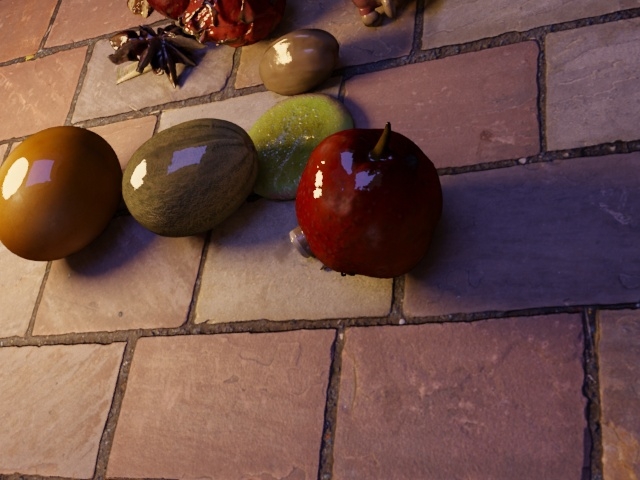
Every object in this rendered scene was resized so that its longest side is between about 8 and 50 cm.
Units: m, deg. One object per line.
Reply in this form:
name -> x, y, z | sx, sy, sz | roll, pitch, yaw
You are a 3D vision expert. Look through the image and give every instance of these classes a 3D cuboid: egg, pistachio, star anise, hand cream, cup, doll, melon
egg -> -0.639, -0.113, 1.904 | 0.283, 0.282, 0.351 | 33, 87, 37
pistachio -> -0.054, -0.428, 1.880 | 0.238, 0.153, 0.137 | -21, 39, 48
star anise -> -0.439, -0.519, 2.125 | 0.283, 0.129, 0.212 | -25, 57, -31
hand cream -> -0.526, -0.484, 2.225 | 0.143, 0.039, 0.061 | -13, 66, 30
cup -> -0.001, -0.003, 1.654 | 0.099, 0.102, 0.074 | -33, 14, 8
doll -> 0.187, -0.634, 1.867 | 0.256, 0.152, 0.196 | -23, 85, 32
melon -> -0.291, -0.141, 1.763 | 0.329, 0.249, 0.248 | -27, 53, 19

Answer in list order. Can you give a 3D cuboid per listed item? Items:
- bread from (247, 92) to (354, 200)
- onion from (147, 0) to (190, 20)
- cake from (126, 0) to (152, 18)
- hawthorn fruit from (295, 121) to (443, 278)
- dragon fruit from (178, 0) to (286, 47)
bread -> -0.066, -0.228, 1.826 | 0.302, 0.045, 0.301 | -14, 56, 21
onion -> -0.355, -0.729, 2.159 | 0.221, 0.281, 0.281 | 45, 87, 8
cake -> -0.510, -0.804, 2.336 | 0.112, 0.135, 0.246 | 32, 80, 36
hawthorn fruit -> 0.098, -0.097, 1.461 | 0.285, 0.368, 0.284 | 1, 55, -1
dragon fruit -> -0.226, -0.612, 2.007 | 0.299, 0.244, 0.244 | -27, 52, -6
